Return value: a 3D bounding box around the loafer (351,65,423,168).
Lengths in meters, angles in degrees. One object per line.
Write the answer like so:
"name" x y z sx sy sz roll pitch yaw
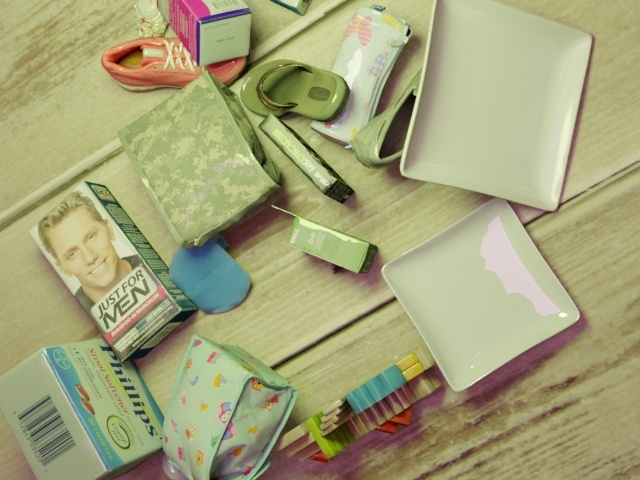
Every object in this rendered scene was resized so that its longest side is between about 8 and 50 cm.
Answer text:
"loafer" 0.198 -0.250 1.585 0.319 0.111 0.112 -45 113 -7

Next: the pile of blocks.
"pile of blocks" 0.089 0.335 1.601 0.362 0.149 0.113 -35 80 9

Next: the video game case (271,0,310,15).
"video game case" -0.099 -0.632 1.730 0.269 0.061 0.244 29 93 13

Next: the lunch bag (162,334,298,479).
"lunch bag" -0.193 0.349 1.626 0.223 0.160 0.262 23 91 49

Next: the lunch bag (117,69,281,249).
"lunch bag" -0.227 -0.147 1.676 0.235 0.169 0.287 -32 69 11

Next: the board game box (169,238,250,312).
"board game box" -0.227 0.068 1.733 0.133 0.033 0.169 -39 105 19

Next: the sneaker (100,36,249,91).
"sneaker" -0.303 -0.364 1.730 0.313 0.136 0.116 -4 87 13

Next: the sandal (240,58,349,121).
"sandal" -0.065 -0.302 1.642 0.302 0.086 0.120 15 91 50

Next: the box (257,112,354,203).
"box" -0.024 -0.155 1.627 0.045 0.190 0.184 -43 80 7

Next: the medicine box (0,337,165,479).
"medicine box" -0.459 0.344 1.660 0.149 0.289 0.264 -34 81 12

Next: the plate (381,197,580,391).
"plate" 0.299 0.100 1.596 0.277 0.045 0.278 -32 81 1

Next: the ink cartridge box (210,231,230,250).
"ink cartridge box" -0.237 0.017 1.753 0.083 0.028 0.048 -38 80 10

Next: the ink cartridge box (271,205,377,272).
"ink cartridge box" 0.000 0.000 1.656 0.209 0.109 0.062 22 92 13

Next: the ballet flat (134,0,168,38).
"ballet flat" -0.349 -0.539 1.778 0.091 0.077 0.241 15 92 13

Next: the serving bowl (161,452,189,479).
"serving bowl" -0.295 0.464 1.750 0.083 0.027 0.083 0 88 13

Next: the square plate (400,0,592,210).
"square plate" 0.320 -0.254 1.546 0.344 0.049 0.347 11 91 -23

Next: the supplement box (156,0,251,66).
"supplement box" -0.236 -0.462 1.676 0.111 0.114 0.220 -19 56 -23

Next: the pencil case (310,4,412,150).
"pencil case" 0.079 -0.315 1.647 0.124 0.113 0.273 25 94 17

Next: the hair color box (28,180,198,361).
"hair color box" -0.434 0.063 1.761 0.174 0.105 0.347 -41 79 8
